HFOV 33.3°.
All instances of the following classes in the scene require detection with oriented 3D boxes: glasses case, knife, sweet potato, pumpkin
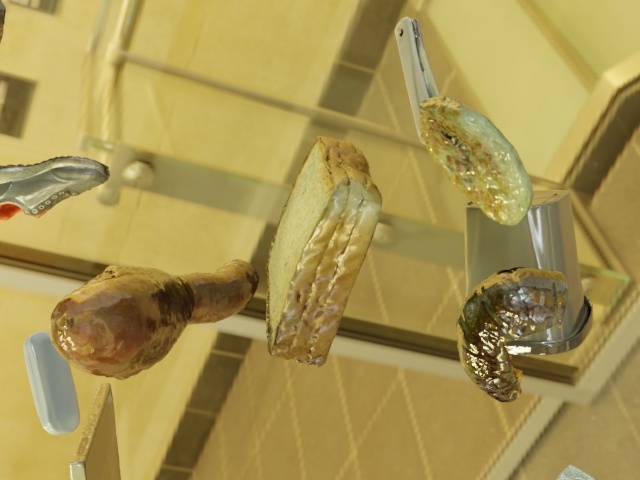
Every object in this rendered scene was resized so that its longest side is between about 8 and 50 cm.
[{"bbox_3d":[-0.448,0.237,1.787,0.045,0.067,0.179,-30,70,34],"label":"glasses case"},{"bbox_3d":[0.180,-0.287,1.904,0.073,0.040,0.266,118,146,-56],"label":"knife"},{"bbox_3d":[-0.169,0.073,1.091,0.385,0.109,0.109,-11,-61,-73],"label":"sweet potato"},{"bbox_3d":[0.226,0.111,1.354,0.119,0.107,0.183,-103,32,-66],"label":"pumpkin"}]

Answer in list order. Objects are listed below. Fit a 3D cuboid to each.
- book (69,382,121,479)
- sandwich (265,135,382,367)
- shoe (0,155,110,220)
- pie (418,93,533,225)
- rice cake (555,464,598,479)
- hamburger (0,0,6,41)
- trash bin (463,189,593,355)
[{"bbox_3d":[-0.275,0.325,1.347,0.310,0.021,0.217,-122,28,-80],"label":"book"},{"bbox_3d":[0.000,0.000,1.575,0.301,0.099,0.271,-99,32,-68],"label":"sandwich"},{"bbox_3d":[-0.389,-0.071,1.529,0.074,0.194,0.077,35,-128,-71],"label":"shoe"},{"bbox_3d":[0.235,-0.127,1.651,0.054,0.240,0.240,-39,15,-12],"label":"pie"},{"bbox_3d":[0.384,0.374,1.596,0.063,0.069,0.206,-53,-24,-1],"label":"rice cake"},{"bbox_3d":[-0.487,-0.206,1.119,0.276,0.236,0.276,-11,75,43],"label":"hamburger"},{"bbox_3d":[0.350,0.048,1.868,0.219,0.219,0.250,-26,-68,-62],"label":"trash bin"}]
